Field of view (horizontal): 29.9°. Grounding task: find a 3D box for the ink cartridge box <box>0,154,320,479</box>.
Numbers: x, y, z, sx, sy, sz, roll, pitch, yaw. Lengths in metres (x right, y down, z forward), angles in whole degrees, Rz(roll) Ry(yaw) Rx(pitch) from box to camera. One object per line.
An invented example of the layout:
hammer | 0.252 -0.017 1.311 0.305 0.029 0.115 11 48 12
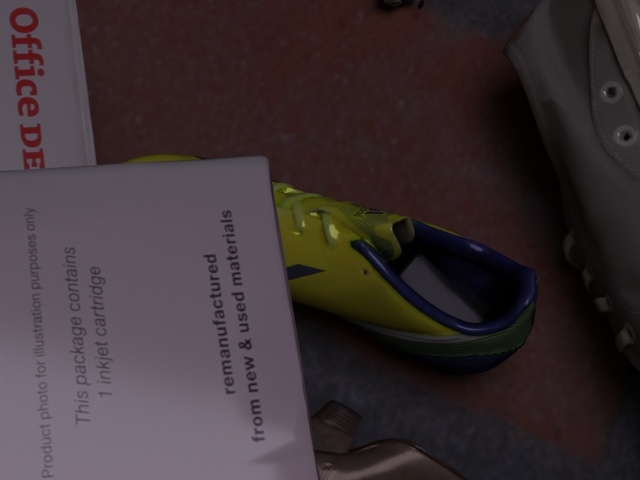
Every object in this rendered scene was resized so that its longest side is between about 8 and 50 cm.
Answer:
ink cartridge box | -0.220 0.101 0.562 0.384 0.279 0.160 -4 66 -14

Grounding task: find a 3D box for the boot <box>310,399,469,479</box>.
boot | 0.024 0.156 0.730 0.118 0.042 0.087 29 67 3

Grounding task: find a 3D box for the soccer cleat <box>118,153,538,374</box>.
soccer cleat | 0.001 -0.001 0.752 0.289 0.121 0.093 21 62 -2

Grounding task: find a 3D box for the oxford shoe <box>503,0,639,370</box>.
oxford shoe | 0.237 0.015 0.801 0.169 0.130 0.449 10 58 -53

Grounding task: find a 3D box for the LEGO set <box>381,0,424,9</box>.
LEGO set | 0.069 -0.198 0.927 0.083 0.023 0.054 -1 66 -28

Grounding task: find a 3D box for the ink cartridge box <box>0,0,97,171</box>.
ink cartridge box | -0.279 -0.035 0.705 0.283 0.117 0.207 -5 65 -15
